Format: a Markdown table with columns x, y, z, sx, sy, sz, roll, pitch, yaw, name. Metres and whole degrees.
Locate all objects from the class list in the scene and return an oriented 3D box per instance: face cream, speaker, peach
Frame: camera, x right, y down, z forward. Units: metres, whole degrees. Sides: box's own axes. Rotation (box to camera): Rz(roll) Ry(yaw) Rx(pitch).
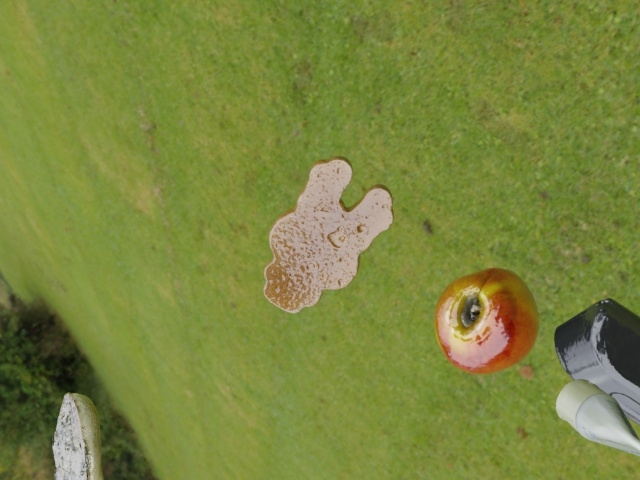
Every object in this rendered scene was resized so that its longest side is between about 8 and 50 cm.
| x | y | z | sx | sy | sz | roll | pitch | yaw | name |
| --- | --- | --- | --- | --- | --- | --- | --- | --- | --- |
| 0.409 | 0.264 | 0.828 | 0.114 | 0.070 | 0.224 | 32 | -176 | -25 | face cream |
| 0.615 | 0.299 | 1.160 | 0.388 | 0.184 | 0.180 | 34 | 153 | 6 | speaker |
| 0.402 | 0.195 | 1.518 | 0.238 | 0.281 | 0.281 | 27 | 146 | 38 | peach |

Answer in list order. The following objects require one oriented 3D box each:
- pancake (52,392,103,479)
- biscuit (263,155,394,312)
| x | y | z | sx | sy | sz | roll | pitch | yaw | name |
| --- | --- | --- | --- | --- | --- | --- | --- | --- | --- |
| -0.424 | 0.393 | 1.087 | 0.282 | 0.048 | 0.283 | -1 | 89 | 56 | pancake |
| 0.000 | -0.001 | 1.135 | 0.186 | 0.295 | 0.044 | 37 | -166 | -6 | biscuit |
